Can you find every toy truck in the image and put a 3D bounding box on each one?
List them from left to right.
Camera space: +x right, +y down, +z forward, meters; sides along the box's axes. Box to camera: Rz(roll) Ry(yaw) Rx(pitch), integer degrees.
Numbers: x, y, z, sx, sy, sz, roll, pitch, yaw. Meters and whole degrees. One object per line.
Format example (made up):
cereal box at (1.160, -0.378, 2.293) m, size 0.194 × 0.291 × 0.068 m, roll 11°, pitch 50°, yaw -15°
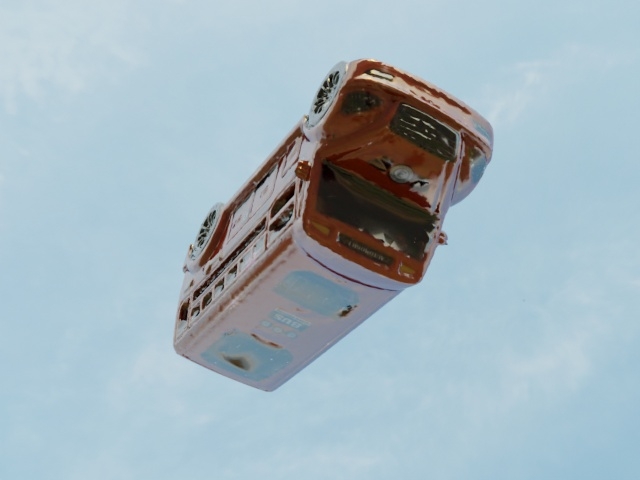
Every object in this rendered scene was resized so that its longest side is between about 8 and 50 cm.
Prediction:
toy truck at (0.000, 0.000, 0.686) m, size 0.107 × 0.252 × 0.114 m, roll 26°, pitch -130°, yaw -19°
